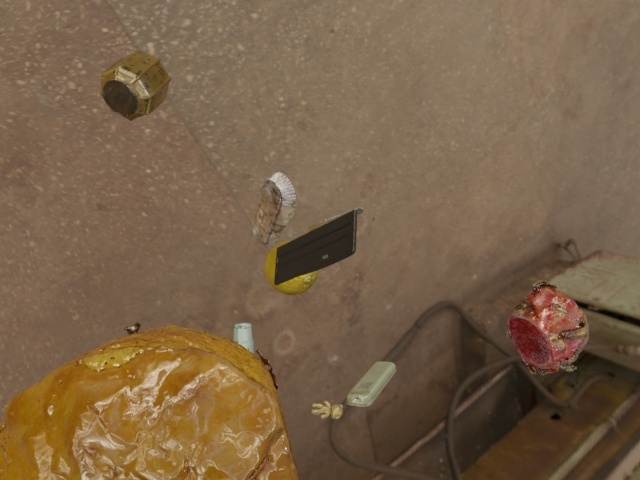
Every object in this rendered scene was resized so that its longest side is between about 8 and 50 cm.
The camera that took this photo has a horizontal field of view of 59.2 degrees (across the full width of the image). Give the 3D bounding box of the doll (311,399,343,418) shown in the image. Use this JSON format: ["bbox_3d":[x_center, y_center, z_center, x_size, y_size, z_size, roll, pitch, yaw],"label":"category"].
[{"bbox_3d":[0.022,0.528,1.763,0.093,0.051,0.061,22,48,-11],"label":"doll"}]

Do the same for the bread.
[{"bbox_3d":[-0.197,0.303,0.685,0.398,0.215,0.397,0,101,1],"label":"bread"}]

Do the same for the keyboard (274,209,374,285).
[{"bbox_3d":[0.012,0.003,1.119,0.041,0.381,0.103,15,65,-27],"label":"keyboard"}]

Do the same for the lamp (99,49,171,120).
[{"bbox_3d":[-0.507,-0.427,1.548,0.185,0.161,0.161,-69,144,-52],"label":"lamp"}]

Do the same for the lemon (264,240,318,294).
[{"bbox_3d":[-0.093,0.092,1.852,0.178,0.203,0.178,-19,125,-31],"label":"lemon"}]

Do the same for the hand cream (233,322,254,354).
[{"bbox_3d":[-0.220,0.401,1.619,0.085,0.058,0.331,-4,103,-24],"label":"hand cream"}]

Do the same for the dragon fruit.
[{"bbox_3d":[0.601,0.254,1.500,0.147,0.211,0.282,-26,103,-32],"label":"dragon fruit"}]

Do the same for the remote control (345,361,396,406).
[{"bbox_3d":[0.172,0.468,1.864,0.309,0.090,0.038,-24,110,-64],"label":"remote control"}]

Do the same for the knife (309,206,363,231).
[{"bbox_3d":[0.031,-0.047,1.354,0.047,0.298,0.017,11,79,-23],"label":"knife"}]

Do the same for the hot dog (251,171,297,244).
[{"bbox_3d":[-0.141,-0.094,1.681,0.075,0.144,0.268,-19,156,-32],"label":"hot dog"}]
